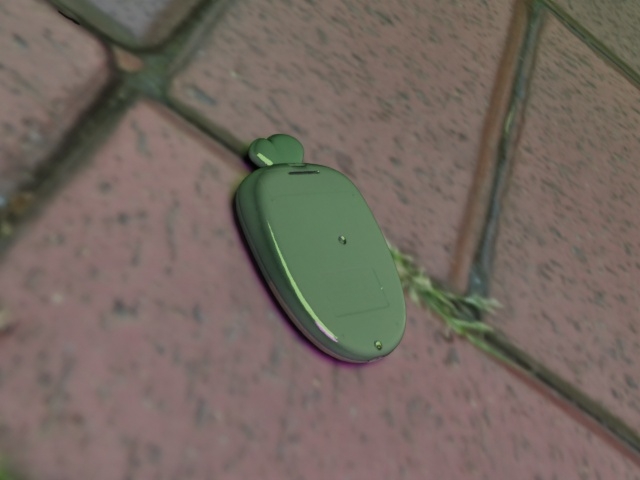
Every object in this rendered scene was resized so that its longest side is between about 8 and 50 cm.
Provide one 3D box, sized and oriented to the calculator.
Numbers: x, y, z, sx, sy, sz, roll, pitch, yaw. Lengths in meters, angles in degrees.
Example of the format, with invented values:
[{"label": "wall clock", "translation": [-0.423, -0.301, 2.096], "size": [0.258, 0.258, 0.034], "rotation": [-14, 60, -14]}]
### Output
[{"label": "calculator", "translation": [0.000, 0.000, 0.494], "size": [0.095, 0.021, 0.153], "rotation": [-6, 65, -43]}]
